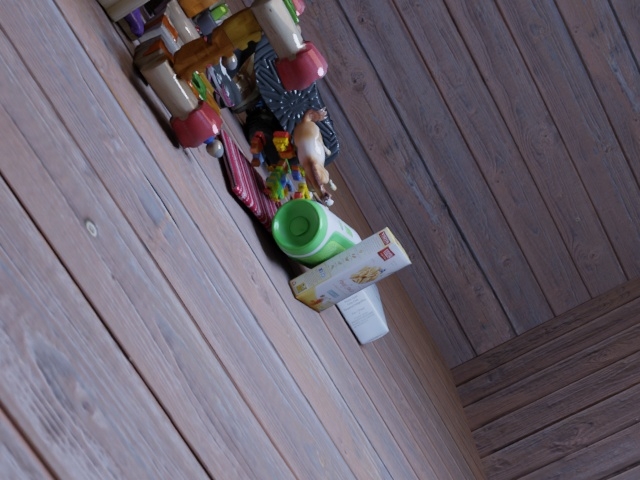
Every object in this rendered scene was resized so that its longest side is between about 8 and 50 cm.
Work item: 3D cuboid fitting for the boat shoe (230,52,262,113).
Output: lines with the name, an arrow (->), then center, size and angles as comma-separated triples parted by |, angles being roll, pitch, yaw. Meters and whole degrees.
boat shoe -> -0.226, -0.466, 2.039 | 0.120, 0.122, 0.324 | 48, 15, -37

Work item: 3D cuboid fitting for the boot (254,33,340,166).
boot -> -0.057, -0.387, 2.096 | 0.445, 0.146, 0.367 | -81, 152, -77

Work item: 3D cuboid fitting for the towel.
towel -> -0.138, -0.093, 1.671 | 0.275, 0.031, 0.199 | 52, 13, -47

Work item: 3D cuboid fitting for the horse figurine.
horse figurine -> -0.010, -0.179, 1.658 | 0.174, 0.066, 0.264 | 44, 35, -69

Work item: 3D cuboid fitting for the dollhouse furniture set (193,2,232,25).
dollhouse furniture set -> -0.349, -0.651, 2.106 | 0.160, 0.101, 0.182 | 17, 40, -43

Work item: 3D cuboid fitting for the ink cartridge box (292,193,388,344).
ink cartridge box -> 0.049, 0.056, 2.102 | 0.385, 0.091, 0.308 | 60, 8, -17

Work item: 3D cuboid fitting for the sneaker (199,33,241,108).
sneaker -> -0.253, -0.378, 1.744 | 0.072, 0.077, 0.178 | -38, 111, -57

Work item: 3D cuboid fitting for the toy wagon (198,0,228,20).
toy wagon -> -0.315, -0.613, 1.743 | 0.267, 0.068, 0.344 | 56, -6, -17

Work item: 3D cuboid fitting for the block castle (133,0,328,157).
block castle -> -0.163, -0.361, 1.460 | 0.213, 0.302, 0.453 | 57, 10, -31

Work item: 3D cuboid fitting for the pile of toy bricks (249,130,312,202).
pile of toy bricks -> -0.095, -0.136, 1.693 | 0.212, 0.118, 0.105 | 70, 33, -47

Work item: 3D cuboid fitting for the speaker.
speaker -> 0.000, 0.000, 1.665 | 0.131, 0.131, 0.296 | 65, 12, 20

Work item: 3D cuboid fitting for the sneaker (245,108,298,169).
sneaker -> -0.133, -0.276, 2.085 | 0.227, 0.087, 0.130 | 38, 30, -56

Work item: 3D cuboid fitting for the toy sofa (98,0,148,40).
toy sofa -> -0.357, -0.553, 1.438 | 0.177, 0.150, 0.363 | 51, 14, -46

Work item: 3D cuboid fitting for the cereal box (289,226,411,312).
cereal box -> 0.068, 0.069, 1.659 | 0.047, 0.240, 0.173 | 65, 10, 23

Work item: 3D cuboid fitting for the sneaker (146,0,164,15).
sneaker -> -0.351, -0.546, 1.724 | 0.086, 0.064, 0.192 | 43, 17, -51

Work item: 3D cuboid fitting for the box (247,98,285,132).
box -> -0.150, -0.369, 2.327 | 0.296, 0.073, 0.293 | 64, 8, 15

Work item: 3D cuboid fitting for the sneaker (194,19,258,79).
sneaker -> -0.269, -0.465, 1.900 | 0.270, 0.144, 0.090 | -57, 155, -42
